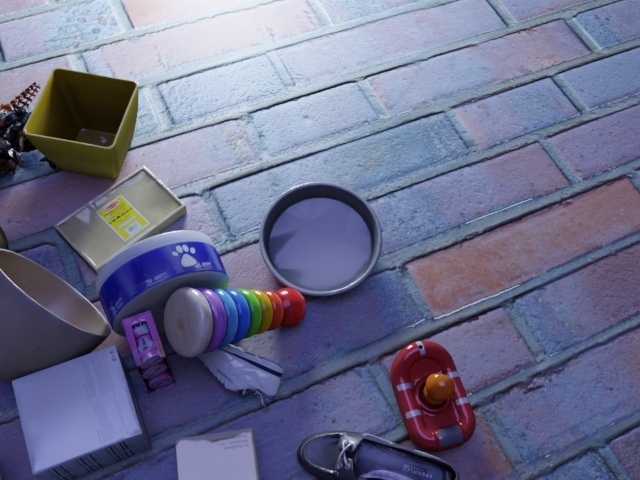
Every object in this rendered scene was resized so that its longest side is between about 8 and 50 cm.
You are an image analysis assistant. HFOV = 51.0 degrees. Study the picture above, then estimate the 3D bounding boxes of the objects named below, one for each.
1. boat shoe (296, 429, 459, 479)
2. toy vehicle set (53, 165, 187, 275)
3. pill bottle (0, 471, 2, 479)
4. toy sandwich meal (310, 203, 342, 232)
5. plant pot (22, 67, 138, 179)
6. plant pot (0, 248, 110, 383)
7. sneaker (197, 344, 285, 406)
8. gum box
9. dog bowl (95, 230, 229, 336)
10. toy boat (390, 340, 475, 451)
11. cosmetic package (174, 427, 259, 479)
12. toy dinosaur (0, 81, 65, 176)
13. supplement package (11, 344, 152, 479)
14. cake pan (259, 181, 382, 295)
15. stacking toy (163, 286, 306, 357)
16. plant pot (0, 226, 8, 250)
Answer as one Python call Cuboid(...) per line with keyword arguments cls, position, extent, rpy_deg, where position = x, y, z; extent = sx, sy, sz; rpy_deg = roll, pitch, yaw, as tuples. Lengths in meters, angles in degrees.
Cuboid(cls="boat shoe", position=(0.119, 0.449, 1.363), extent=(0.336, 0.095, 0.112), rpy_deg=(12, 60, 2))
Cuboid(cls="toy vehicle set", position=(-0.481, -0.052, 1.626), extent=(0.267, 0.035, 0.166), rpy_deg=(-39, 71, -23))
Cuboid(cls="pill bottle", position=(-0.798, 0.482, 1.187), extent=(0.393, 0.224, 0.223), rpy_deg=(-5, 61, -8))
Cuboid(cls="toy sandwich meal", position=(0.014, -0.054, 1.679), extent=(0.086, 0.029, 0.085), rpy_deg=(1, 69, -2))
Cuboid(cls="plant pot", position=(-0.567, -0.268, 1.654), extent=(0.213, 0.187, 0.212), rpy_deg=(10, 60, 1))
Cuboid(cls="plant pot", position=(-0.606, 0.179, 1.373), extent=(0.284, 0.284, 0.191), rpy_deg=(38, 87, 15))
Cuboid(cls="sneaker", position=(-0.197, 0.273, 1.445), extent=(0.235, 0.090, 0.094), rpy_deg=(20, 84, 14))
Cuboid(cls="gum box", position=(-0.355, 0.232, 1.389), extent=(0.062, 0.188, 0.107), rpy_deg=(-19, 64, -16))
Cuboid(cls="dog bowl", position=(-0.332, 0.096, 1.425), extent=(0.265, 0.264, 0.104), rpy_deg=(-22, 66, -17))
Cuboid(cls="toy boat", position=(0.242, 0.318, 1.416), extent=(0.151, 0.151, 0.231), rpy_deg=(-12, 63, -12))
Cuboid(cls="cosmetic package", position=(-0.186, 0.533, 1.279), extent=(0.160, 0.113, 0.309), rpy_deg=(-7, 61, -9))
Cuboid(cls="toy dinosaur", position=(-0.774, -0.269, 1.666), extent=(0.219, 0.164, 0.321), rpy_deg=(3, 81, 15))
Cuboid(cls="supplement package", position=(-0.469, 0.349, 1.334), extent=(0.203, 0.149, 0.194), rpy_deg=(-19, 64, -15))
Cuboid(cls="cake pan", position=(0.000, 0.000, 1.611), extent=(0.294, 0.054, 0.292), rpy_deg=(1, 68, -2))
Cuboid(cls="stacking toy", position=(-0.159, 0.160, 1.427), extent=(0.331, 0.141, 0.141), rpy_deg=(-1, 54, -46))
Cuboid(cls="plant pot", position=(-0.754, 0.005, 1.353), extent=(0.216, 0.230, 0.215), rpy_deg=(4, 78, -21))
